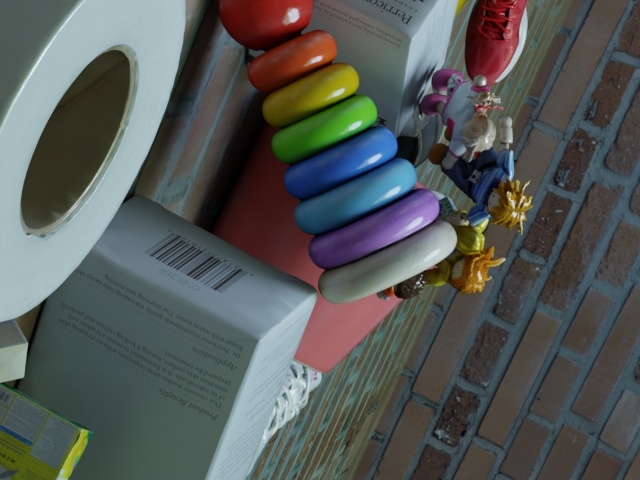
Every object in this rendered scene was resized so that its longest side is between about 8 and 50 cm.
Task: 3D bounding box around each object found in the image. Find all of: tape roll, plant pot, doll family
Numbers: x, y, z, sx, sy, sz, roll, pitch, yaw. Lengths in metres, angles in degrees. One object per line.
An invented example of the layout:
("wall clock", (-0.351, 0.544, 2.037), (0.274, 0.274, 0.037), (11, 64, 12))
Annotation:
("tape roll", (-0.208, -0.088, 1.199), (0.286, 0.100, 0.286), (-59, 168, -21))
("plant pot", (0.000, 0.000, 1.953), (0.243, 0.275, 0.275), (-55, 169, 4))
("doll family", (0.148, -0.040, 1.738), (0.263, 0.118, 0.163), (-66, -155, 21))

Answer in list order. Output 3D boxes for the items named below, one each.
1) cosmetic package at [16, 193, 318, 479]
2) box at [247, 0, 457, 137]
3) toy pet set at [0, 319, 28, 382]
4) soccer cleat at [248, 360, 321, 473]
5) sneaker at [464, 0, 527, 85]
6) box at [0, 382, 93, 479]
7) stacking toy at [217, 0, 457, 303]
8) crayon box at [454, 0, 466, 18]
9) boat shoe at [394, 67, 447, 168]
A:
("cosmetic package", (-0.177, 0.183, 1.647), (0.156, 0.217, 0.385), (-39, 154, -62))
("box", (0.033, -0.226, 1.729), (0.119, 0.181, 0.182), (-58, 169, -27))
("toy pet set", (-0.292, 0.077, 1.352), (0.114, 0.065, 0.122), (-11, 133, -30))
("soccer cleat", (-0.067, 0.173, 2.016), (0.331, 0.143, 0.116), (-91, -169, -60))
("sneaker", (0.221, -0.302, 2.188), (0.128, 0.087, 0.221), (-19, 126, -66))
("box", (-0.289, 0.224, 1.514), (0.179, 0.105, 0.043), (-61, 167, -6))
("stacking toy", (0.003, -0.114, 1.618), (0.141, 0.330, 0.141), (-24, -176, 2))
("crayon box", (0.229, -0.504, 2.161), (0.363, 0.106, 0.313), (-54, 165, -35))
("boat shoe", (0.085, -0.203, 2.206), (0.130, 0.132, 0.355), (-46, 153, -26))
